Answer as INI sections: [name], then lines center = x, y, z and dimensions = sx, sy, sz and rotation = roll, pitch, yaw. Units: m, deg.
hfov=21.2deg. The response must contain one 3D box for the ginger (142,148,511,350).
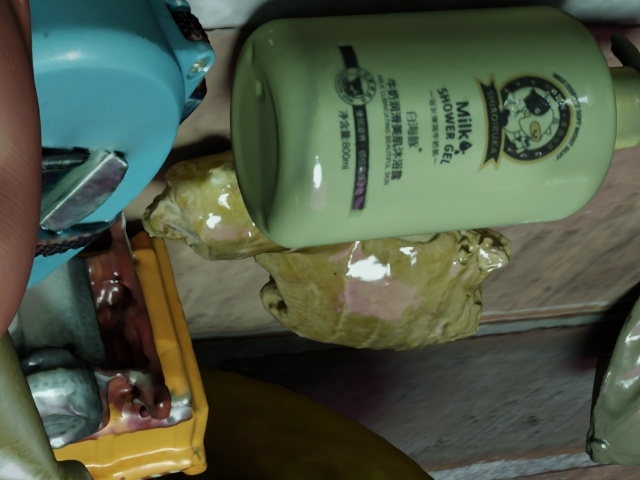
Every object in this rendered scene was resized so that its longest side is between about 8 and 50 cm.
[ginger]
center = -0.004, 0.004, 0.713
dimensions = 0.165, 0.067, 0.096
rotation = 16, 147, -29

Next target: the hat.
[hat]
center = 0.240, 0.078, 0.996
dimensions = 0.175, 0.085, 0.147
rotation = -7, 157, 0

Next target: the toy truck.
[toy truck]
center = -0.185, 0.060, 0.684
dimensions = 0.270, 0.114, 0.135
rotation = -11, 154, -13

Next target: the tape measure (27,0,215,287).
[tape measure]
center = -0.103, -0.040, 0.512
dimensions = 0.125, 0.081, 0.146
rotation = -40, 156, 29

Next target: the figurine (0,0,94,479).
[figurine]
center = -0.158, -0.036, 0.316
dimensions = 0.166, 0.207, 0.387
rotation = 1, 159, 31

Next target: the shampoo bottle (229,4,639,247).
[shampoo bottle]
center = 0.054, -0.042, 0.603
dimensions = 0.162, 0.079, 0.079
rotation = -5, 158, -19

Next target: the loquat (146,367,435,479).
[loquat]
center = -0.065, 0.238, 0.874
dimensions = 0.328, 0.328, 0.359
rotation = -11, 127, -5
